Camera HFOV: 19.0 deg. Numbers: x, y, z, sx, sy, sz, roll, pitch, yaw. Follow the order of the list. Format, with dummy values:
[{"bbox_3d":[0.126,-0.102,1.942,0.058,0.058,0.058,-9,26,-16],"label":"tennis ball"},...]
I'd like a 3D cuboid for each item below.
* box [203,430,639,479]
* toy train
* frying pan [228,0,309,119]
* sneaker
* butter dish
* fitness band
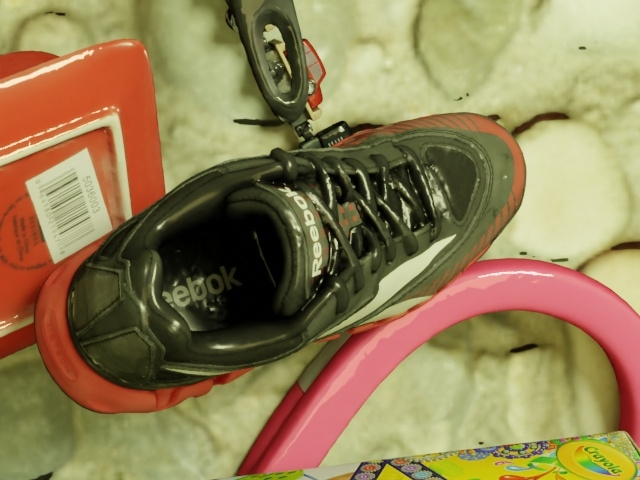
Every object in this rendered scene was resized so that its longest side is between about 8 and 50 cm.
[{"bbox_3d":[0.048,0.276,0.969,0.279,0.177,0.290,-6,107,-3],"label":"box"},{"bbox_3d":[-0.015,-0.088,1.012,0.036,0.027,0.158,-29,104,-4],"label":"toy train"},{"bbox_3d":[-0.041,-0.244,0.908,0.197,0.053,0.326,-39,106,-4],"label":"frying pan"},{"bbox_3d":[0.000,0.001,0.929,0.276,0.135,0.097,-22,85,-25],"label":"sneaker"},{"bbox_3d":[-0.169,-0.032,0.962,0.160,0.118,0.160,-24,132,-25],"label":"butter dish"},{"bbox_3d":[0.071,0.142,1.056,0.209,0.054,0.291,35,96,-12],"label":"fitness band"}]
